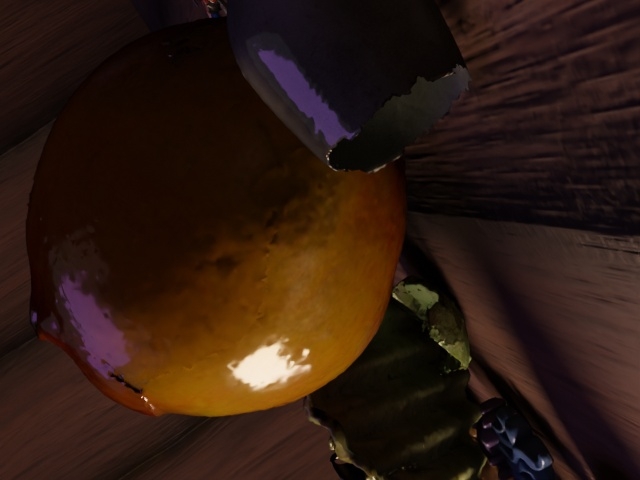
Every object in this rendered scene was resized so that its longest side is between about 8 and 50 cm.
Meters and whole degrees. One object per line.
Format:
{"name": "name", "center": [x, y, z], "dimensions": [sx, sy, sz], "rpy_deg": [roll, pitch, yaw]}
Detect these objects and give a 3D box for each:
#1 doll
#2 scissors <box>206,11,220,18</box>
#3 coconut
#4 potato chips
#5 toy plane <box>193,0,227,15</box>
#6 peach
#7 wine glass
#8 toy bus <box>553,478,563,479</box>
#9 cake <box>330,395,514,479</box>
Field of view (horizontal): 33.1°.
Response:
{"name": "doll", "center": [0.226, 0.240, 1.248], "dimensions": [0.206, 0.067, 0.110], "rpy_deg": [-177, 66, -80]}
{"name": "scissors", "center": [-0.149, -0.317, 1.614], "dimensions": [0.039, 0.012, 0.113], "rpy_deg": [53, 174, 41]}
{"name": "coconut", "center": [0.136, 0.097, 1.250], "dimensions": [0.133, 0.055, 0.158], "rpy_deg": [58, 177, -30]}
{"name": "potato chips", "center": [0.070, 0.156, 1.249], "dimensions": [0.358, 0.070, 0.429], "rpy_deg": [58, -158, 15]}
{"name": "toy plane", "center": [-0.158, -0.344, 1.399], "dimensions": [0.060, 0.037, 0.145], "rpy_deg": [43, 167, 54]}
{"name": "peach", "center": [-0.090, -0.009, 0.970], "dimensions": [0.290, 0.372, 0.373], "rpy_deg": [35, 161, 46]}
{"name": "wine glass", "center": [-0.015, -0.163, 0.667], "dimensions": [0.241, 0.126, 0.126], "rpy_deg": [55, 175, 15]}
{"name": "toy bus", "center": [0.247, 0.383, 0.990], "dimensions": [0.294, 0.231, 0.197], "rpy_deg": [54, 175, 16]}
{"name": "cake", "center": [0.138, 0.377, 1.565], "dimensions": [0.321, 0.332, 0.332], "rpy_deg": [63, 174, -8]}
